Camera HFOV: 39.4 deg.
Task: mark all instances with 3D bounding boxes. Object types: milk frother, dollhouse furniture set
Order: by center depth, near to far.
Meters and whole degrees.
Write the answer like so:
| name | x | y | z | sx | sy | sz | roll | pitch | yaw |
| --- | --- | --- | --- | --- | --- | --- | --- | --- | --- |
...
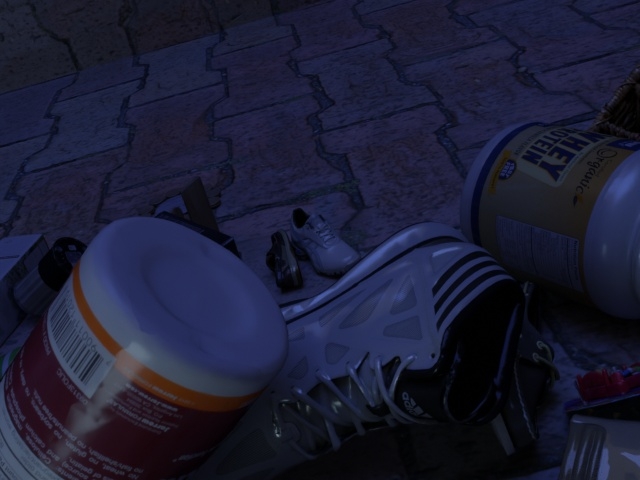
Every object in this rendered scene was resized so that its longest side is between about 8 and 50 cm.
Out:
| name | x | y | z | sx | sy | sz | roll | pitch | yaw |
| --- | --- | --- | --- | --- | --- | --- | --- | --- | --- |
| milk frother | -0.434 | 0.093 | 1.536 | 0.135 | 0.129 | 0.143 | -40 | 49 | 30 |
| dollhouse furniture set | -0.302 | -0.032 | 1.651 | 0.151 | 0.123 | 0.144 | 3 | 33 | 31 |

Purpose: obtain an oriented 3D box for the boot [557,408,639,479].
| name | x | y | z | sx | sy | sz | roll | pitch | yaw |
| --- | --- | --- | --- | --- | --- | --- | --- | --- | --- |
| boot | 0.371 | 0.202 | 0.930 | 0.203 | 0.095 | 0.262 | 4 | 36 | 35 |

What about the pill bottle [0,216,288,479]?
| name | x | y | z | sx | sy | sz | roll | pitch | yaw |
| --- | --- | --- | --- | --- | --- | --- | --- | --- | --- |
| pill bottle | -0.227 | 0.186 | 0.937 | 0.392 | 0.224 | 0.224 | -51 | 17 | 24 |

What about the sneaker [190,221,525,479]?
| name | x | y | z | sx | sy | sz | roll | pitch | yaw |
| --- | --- | --- | --- | --- | --- | --- | --- | --- | --- |
| sneaker | 0.031 | 0.156 | 0.978 | 0.447 | 0.169 | 0.257 | -39 | 20 | -4 |

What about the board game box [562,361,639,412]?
| name | x | y | z | sx | sy | sz | roll | pitch | yaw |
| --- | --- | --- | --- | --- | --- | --- | --- | --- | --- |
| board game box | 0.330 | 0.153 | 0.993 | 0.133 | 0.033 | 0.169 | -19 | -9 | 14 |

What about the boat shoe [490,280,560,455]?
| name | x | y | z | sx | sy | sz | roll | pitch | yaw |
| --- | --- | --- | --- | --- | --- | --- | --- | --- | --- |
| boat shoe | 0.238 | 0.140 | 1.087 | 0.091 | 0.109 | 0.305 | -14 | 24 | 13 |

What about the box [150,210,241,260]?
| name | x | y | z | sx | sy | sz | roll | pitch | yaw |
| --- | --- | --- | --- | --- | --- | --- | --- | --- | --- |
| box | -0.213 | 0.059 | 1.413 | 0.108 | 0.153 | 0.207 | -34 | 32 | -29 |

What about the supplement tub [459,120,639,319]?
| name | x | y | z | sx | sy | sz | roll | pitch | yaw |
| --- | --- | --- | --- | --- | --- | --- | --- | --- | --- |
| supplement tub | 0.370 | -0.028 | 1.194 | 0.228 | 0.228 | 0.316 | -32 | 32 | -27 |

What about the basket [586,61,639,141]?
| name | x | y | z | sx | sy | sz | roll | pitch | yaw |
| --- | --- | --- | --- | --- | --- | --- | --- | --- | --- |
| basket | 0.529 | -0.136 | 1.314 | 0.214 | 0.223 | 0.299 | -23 | 30 | -13 |

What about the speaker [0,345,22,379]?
| name | x | y | z | sx | sy | sz | roll | pitch | yaw |
| --- | --- | --- | --- | --- | --- | --- | --- | --- | --- |
| speaker | -0.307 | 0.181 | 1.273 | 0.297 | 0.131 | 0.131 | -16 | 28 | 0 |

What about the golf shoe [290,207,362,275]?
| name | x | y | z | sx | sy | sz | roll | pitch | yaw |
| --- | --- | --- | --- | --- | --- | --- | --- | --- | --- |
| golf shoe | 0.000 | 0.000 | 1.483 | 0.069 | 0.086 | 0.176 | -29 | 33 | -27 |

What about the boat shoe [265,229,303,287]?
| name | x | y | z | sx | sy | sz | roll | pitch | yaw |
| --- | --- | --- | --- | --- | --- | --- | --- | --- | --- |
| boat shoe | -0.068 | 0.029 | 1.496 | 0.049 | 0.056 | 0.152 | -14 | 28 | -8 |

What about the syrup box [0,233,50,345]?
| name | x | y | z | sx | sy | sz | roll | pitch | yaw |
| --- | --- | --- | --- | --- | --- | --- | --- | --- | --- |
| syrup box | -0.574 | 0.090 | 1.603 | 0.096 | 0.093 | 0.237 | -5 | 30 | 18 |

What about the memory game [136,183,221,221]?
| name | x | y | z | sx | sy | sz | roll | pitch | yaw |
| --- | --- | --- | --- | --- | --- | --- | --- | --- | --- |
| memory game | -0.291 | -0.068 | 1.828 | 0.186 | 0.012 | 0.186 | -13 | 29 | 7 |
